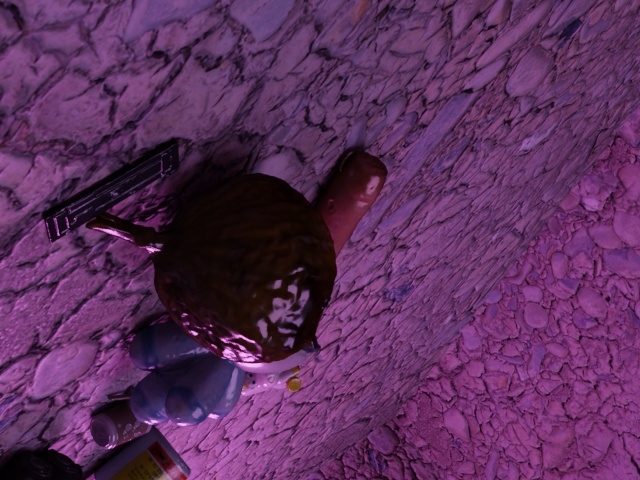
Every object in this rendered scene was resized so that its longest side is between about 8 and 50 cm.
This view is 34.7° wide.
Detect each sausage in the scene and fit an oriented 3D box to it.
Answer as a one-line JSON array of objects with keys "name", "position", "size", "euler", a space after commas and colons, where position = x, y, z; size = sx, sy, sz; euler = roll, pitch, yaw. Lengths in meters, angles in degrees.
[{"name": "sausage", "position": [0.000, 0.000, 1.922], "size": [0.094, 0.094, 0.419], "euler": [-5, 141, -39]}]

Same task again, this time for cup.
[{"name": "cup", "position": [-0.374, 0.339, 1.935], "size": [0.099, 0.074, 0.102], "euler": [-19, 151, -49]}]

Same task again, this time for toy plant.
[{"name": "toy plant", "position": [-0.196, 0.207, 1.796], "size": [0.332, 0.247, 0.247], "euler": [-40, 162, 6]}]

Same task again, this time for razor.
[{"name": "razor", "position": [-0.583, 0.517, 1.858], "size": [0.327, 0.107, 0.189], "euler": [-46, 160, 11]}]

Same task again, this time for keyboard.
[{"name": "keyboard", "position": [-0.271, -0.066, 1.343], "size": [0.204, 0.013, 0.061], "euler": [-34, 159, -23]}]

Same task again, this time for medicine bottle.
[{"name": "medicine bottle", "position": [-0.399, 0.513, 2.169], "size": [0.225, 0.139, 0.139], "euler": [-38, 161, -12]}]

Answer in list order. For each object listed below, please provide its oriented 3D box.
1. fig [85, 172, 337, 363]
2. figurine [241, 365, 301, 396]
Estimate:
[{"name": "fig", "position": [-0.173, 0.029, 1.469], "size": [0.368, 0.286, 0.286], "euler": [12, 129, -32]}, {"name": "figurine", "position": [-0.131, 0.322, 2.383], "size": [0.129, 0.109, 0.178], "euler": [-28, 169, 37]}]
